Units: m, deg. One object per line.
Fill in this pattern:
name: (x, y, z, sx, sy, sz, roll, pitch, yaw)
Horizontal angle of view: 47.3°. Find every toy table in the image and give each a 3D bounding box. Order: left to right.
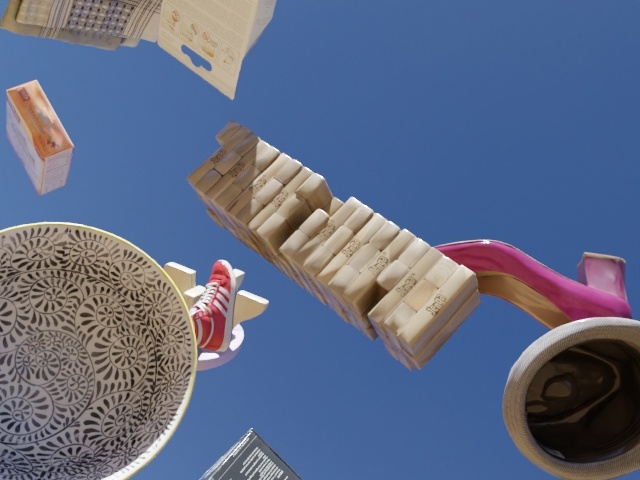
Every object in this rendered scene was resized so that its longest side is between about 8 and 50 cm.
toy table: (-0.252, 0.165, 1.632, 0.252, 0.274, 0.160, 17, -75, 3)

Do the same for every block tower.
block tower: (0.000, 0.000, 0.747, 0.335, 0.097, 0.091, 37, -14, 33)

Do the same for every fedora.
fedora: (0.397, 0.230, 1.109, 0.276, 0.124, 0.243, -17, -84, -5)

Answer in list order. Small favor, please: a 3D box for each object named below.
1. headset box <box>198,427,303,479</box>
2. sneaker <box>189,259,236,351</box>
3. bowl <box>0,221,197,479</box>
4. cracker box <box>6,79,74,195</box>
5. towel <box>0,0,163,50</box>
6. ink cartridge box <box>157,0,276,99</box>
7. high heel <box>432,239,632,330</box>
headset box: (-0.064, 0.394, 0.767, 0.283, 0.246, 0.131, 43, -54, 3)
sneaker: (-0.144, 0.077, 0.913, 0.042, 0.067, 0.118, -22, -117, 45)
bowl: (-0.173, 0.081, 0.468, 0.170, 0.170, 0.080, 50, -32, -2)
cracker box: (-0.584, -0.205, 1.508, 0.155, 0.067, 0.232, 60, -28, 3)
towel: (-0.381, -0.471, 1.339, 0.324, 0.312, 0.056, -40, -109, 35)
ink cartridge box: (-0.125, -0.285, 0.886, 0.145, 0.045, 0.179, 38, -45, 18)
high heel: (0.332, 0.104, 1.248, 0.378, 0.181, 0.127, 2, -26, 17)
